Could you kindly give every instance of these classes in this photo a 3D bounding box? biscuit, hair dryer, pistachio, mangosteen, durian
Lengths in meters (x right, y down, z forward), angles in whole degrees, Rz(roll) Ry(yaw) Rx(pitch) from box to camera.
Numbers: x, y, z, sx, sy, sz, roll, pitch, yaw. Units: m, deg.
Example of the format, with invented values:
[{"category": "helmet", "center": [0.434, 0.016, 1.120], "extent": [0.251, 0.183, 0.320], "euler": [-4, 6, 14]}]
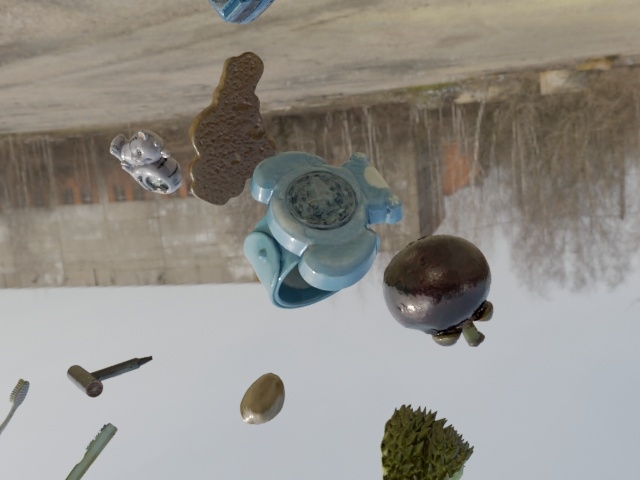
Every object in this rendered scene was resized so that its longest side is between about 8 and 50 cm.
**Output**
[{"category": "biscuit", "center": [-0.177, -0.225, 1.370], "extent": [0.183, 0.319, 0.047], "euler": [-3, -157, -23]}, {"category": "hair dryer", "center": [-0.542, 0.334, 1.732], "extent": [0.195, 0.050, 0.173], "euler": [-20, -163, -34]}, {"category": "pistachio", "center": [-0.153, 0.430, 1.803], "extent": [0.113, 0.149, 0.113], "euler": [16, 153, 9]}, {"category": "mangosteen", "center": [0.307, 0.131, 1.759], "extent": [0.297, 0.293, 0.297], "euler": [0, 168, 0]}, {"category": "durian", "center": [0.180, 0.403, 1.217], "extent": [0.157, 0.169, 0.355], "euler": [25, -174, 22]}]

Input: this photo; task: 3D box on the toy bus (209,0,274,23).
[{"category": "toy bus", "center": [-0.215, -0.596, 1.450], "extent": [0.113, 0.246, 0.134], "euler": [-31, -172, 37]}]

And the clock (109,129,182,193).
[{"category": "clock", "center": [-0.368, -0.175, 1.487], "extent": [0.117, 0.176, 0.080], "euler": [-6, -130, 38]}]

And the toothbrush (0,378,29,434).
[{"category": "toothbrush", "center": [-0.762, 0.489, 1.512], "extent": [0.037, 0.375, 0.028], "euler": [18, 167, 37]}]

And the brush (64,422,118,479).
[{"category": "brush", "center": [-0.515, 0.479, 1.466], "extent": [0.030, 0.033, 0.178], "euler": [3, -136, 34]}]

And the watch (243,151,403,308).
[{"category": "watch", "center": [0.000, 0.000, 0.899], "extent": [0.211, 0.211, 0.193], "euler": [-7, 147, -12]}]
